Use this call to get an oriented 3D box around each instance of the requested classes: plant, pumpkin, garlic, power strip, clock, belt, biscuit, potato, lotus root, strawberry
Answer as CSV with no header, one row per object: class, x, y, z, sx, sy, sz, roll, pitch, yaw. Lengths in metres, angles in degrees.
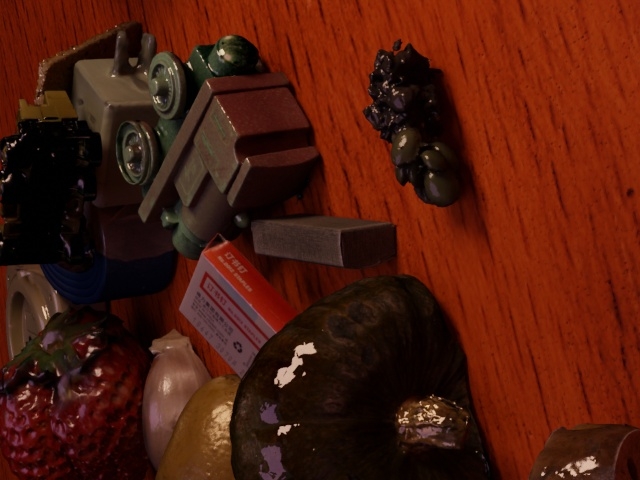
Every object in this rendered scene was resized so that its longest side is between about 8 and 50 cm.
plant,0.092,-0.109,1.314,0.085,0.087,0.174,54,-162,-77
pumpkin,0.034,0.202,1.329,0.242,0.232,0.324,-35,69,54
garlic,-0.200,0.275,1.892,0.129,0.148,0.266,14,107,21
power strip,-0.259,-0.176,1.851,0.140,0.139,0.224,51,138,45
clock,-0.453,0.188,2.298,0.284,0.114,0.309,12,108,58
belt,-0.338,-0.015,2.047,0.347,0.117,0.212,9,104,61
biscuit,-0.334,-0.228,1.910,0.025,0.231,0.131,24,122,18
potato,-0.105,0.245,1.661,0.203,0.178,0.158,174,106,-85
lotus root,0.237,0.205,1.088,0.081,0.112,0.122,-23,87,45
strawberry,-0.352,0.261,2.019,0.238,0.250,0.288,-87,-28,-66

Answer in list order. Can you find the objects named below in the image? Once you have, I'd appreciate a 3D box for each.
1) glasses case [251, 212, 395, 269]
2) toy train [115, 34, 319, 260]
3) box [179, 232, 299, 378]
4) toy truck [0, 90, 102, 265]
glasses case,0.000,0.000,1.500,0.205,0.071,0.047,7,104,60
toy train,-0.132,-0.101,1.647,0.221,0.150,0.304,61,143,23
box,-0.074,0.111,1.594,0.229,0.050,0.123,45,138,18
toy truck,-0.378,-0.073,1.818,0.127,0.127,0.257,-116,30,-42
